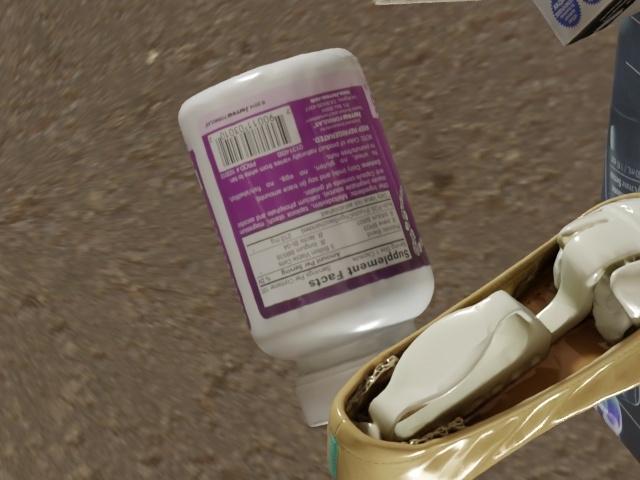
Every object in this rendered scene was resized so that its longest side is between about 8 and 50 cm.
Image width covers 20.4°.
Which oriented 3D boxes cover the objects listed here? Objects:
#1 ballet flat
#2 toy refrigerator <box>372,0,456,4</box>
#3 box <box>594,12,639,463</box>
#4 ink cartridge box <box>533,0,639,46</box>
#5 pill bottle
[{"bbox_3d":[0.102,0.036,0.767,0.232,0.073,0.080,-36,57,-10],"label":"ballet flat"},{"bbox_3d":[0.115,-0.265,1.523,0.094,0.269,0.102,-30,107,-18],"label":"toy refrigerator"},{"bbox_3d":[0.360,0.012,1.299,0.212,0.293,0.395,-9,121,-17],"label":"box"},{"bbox_3d":[0.183,-0.171,0.809,0.097,0.207,0.046,-27,79,-32],"label":"ink cartridge box"},{"bbox_3d":[0.000,0.000,1.543,0.169,0.169,0.301,-18,88,-12],"label":"pill bottle"}]
